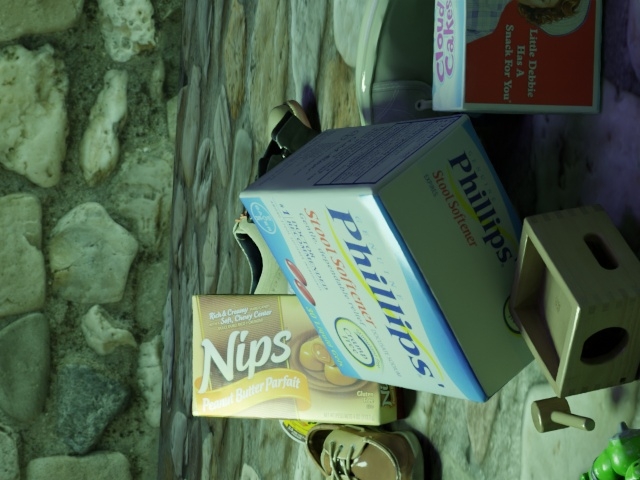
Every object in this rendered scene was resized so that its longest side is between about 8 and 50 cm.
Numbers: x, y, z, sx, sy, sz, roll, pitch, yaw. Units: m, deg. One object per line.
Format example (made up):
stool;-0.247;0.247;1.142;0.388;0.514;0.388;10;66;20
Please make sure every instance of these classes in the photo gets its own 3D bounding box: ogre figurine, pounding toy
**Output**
ogre figurine;0.293;0.246;1.186;0.197;0.096;0.118;-92;0;-49
pounding toy;0.261;0.103;1.310;0.181;0.094;0.206;-114;19;-44

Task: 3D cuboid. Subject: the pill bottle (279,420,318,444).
pill bottle;0.008;0.223;2.115;0.215;0.117;0.117;109;155;-50

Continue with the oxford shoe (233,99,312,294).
oxford shoe;-0.075;-0.056;2.338;0.140;0.146;0.397;128;140;-69

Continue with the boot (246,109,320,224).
boot;0.000;0.000;1.817;0.118;0.222;0.338;126;156;-52

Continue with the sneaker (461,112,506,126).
sneaker;0.199;-0.245;1.570;0.098;0.083;0.224;-42;-46;-76

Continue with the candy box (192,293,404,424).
candy box;-0.037;0.169;1.981;0.316;0.087;0.183;-1;88;29

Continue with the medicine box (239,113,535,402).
medicine box;0.088;0.017;1.484;0.289;0.149;0.263;2;125;60

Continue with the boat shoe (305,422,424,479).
boat shoe;0.059;0.323;1.941;0.324;0.116;0.123;-178;88;-74

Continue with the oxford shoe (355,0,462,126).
oxford shoe;0.124;-0.146;1.619;0.130;0.169;0.449;18;123;29

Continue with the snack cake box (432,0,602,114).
snack cake box;0.202;-0.261;1.378;0.089;0.152;0.264;-164;75;-74

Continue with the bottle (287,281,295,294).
bottle;-0.003;0.015;2.191;0.118;0.092;0.283;-152;63;-71
